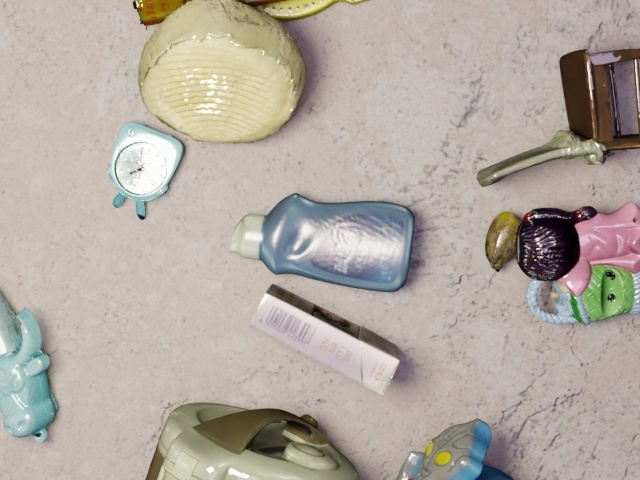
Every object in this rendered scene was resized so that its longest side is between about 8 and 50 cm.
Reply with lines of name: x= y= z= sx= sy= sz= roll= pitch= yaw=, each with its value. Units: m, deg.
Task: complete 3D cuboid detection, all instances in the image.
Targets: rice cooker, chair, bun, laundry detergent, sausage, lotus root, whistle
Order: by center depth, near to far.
rice cooker: x=-0.124 y=0.409 z=1.503 sx=0.335 sy=0.335 sz=0.325 roll=19 pitch=95 yaw=0
bun: x=-0.145 y=-0.271 z=1.518 sx=0.259 sy=0.259 sz=0.152 roll=1 pitch=52 yaw=1
sausage: x=-0.107 y=-0.393 z=1.527 sx=0.371 sy=0.082 sz=0.082 roll=-8 pitch=93 yaw=11
chair: x=0.393 y=-0.198 z=1.540 sx=0.319 sy=0.160 sz=0.186 roll=-9 pitch=98 yaw=1
laundry detergent: x=0.000 y=0.000 z=1.587 sx=0.289 sy=0.094 sz=0.143 roll=6 pitch=97 yaw=1
lotus root: x=0.290 y=0.001 z=1.601 sx=0.049 sy=0.054 sz=0.099 roll=15 pitch=93 yaw=-11
whistle: x=-0.502 y=0.200 z=1.613 sx=0.186 sy=0.093 sz=0.274 roll=-24 pitch=89 yaw=29

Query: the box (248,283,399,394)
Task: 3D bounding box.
box: x=0.008 y=0.152 z=1.568 sx=0.233 sy=0.149 sz=0.067 roll=27 pitch=96 yaw=0

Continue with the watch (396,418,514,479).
watch: x=0.249 y=0.443 z=1.563 sx=0.274 sy=0.241 sz=0.305 roll=24 pitch=91 yaw=-17

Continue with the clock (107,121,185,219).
clock: x=-0.290 y=-0.111 z=1.613 sx=0.108 sy=0.045 sz=0.147 roll=22 pitch=94 yaw=1

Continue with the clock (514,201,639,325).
clock: x=0.405 y=0.038 z=1.567 sx=0.195 sy=0.100 sz=0.194 roll=-3 pitch=101 yaw=-6

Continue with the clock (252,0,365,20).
clock: x=-0.059 y=-0.487 z=1.573 sx=0.277 sy=0.071 sz=0.294 roll=-22 pitch=92 yaw=3
